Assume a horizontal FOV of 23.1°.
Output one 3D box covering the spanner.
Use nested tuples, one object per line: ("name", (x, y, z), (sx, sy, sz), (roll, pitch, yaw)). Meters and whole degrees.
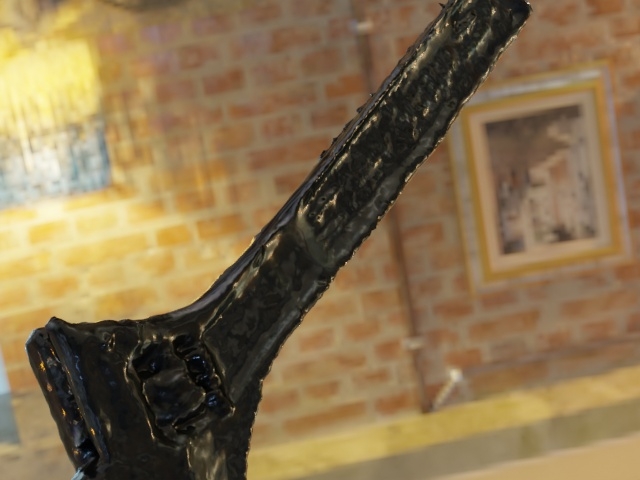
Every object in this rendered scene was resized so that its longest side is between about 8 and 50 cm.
("spanner", (0.000, 0.000, 0.486), (0.026, 0.093, 0.325), (-26, -161, 45))
